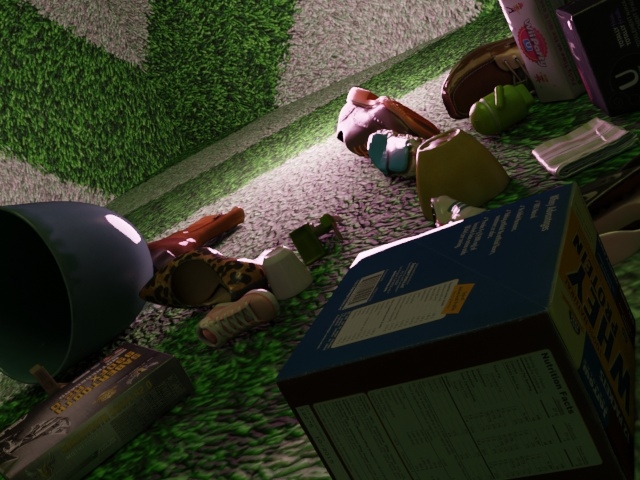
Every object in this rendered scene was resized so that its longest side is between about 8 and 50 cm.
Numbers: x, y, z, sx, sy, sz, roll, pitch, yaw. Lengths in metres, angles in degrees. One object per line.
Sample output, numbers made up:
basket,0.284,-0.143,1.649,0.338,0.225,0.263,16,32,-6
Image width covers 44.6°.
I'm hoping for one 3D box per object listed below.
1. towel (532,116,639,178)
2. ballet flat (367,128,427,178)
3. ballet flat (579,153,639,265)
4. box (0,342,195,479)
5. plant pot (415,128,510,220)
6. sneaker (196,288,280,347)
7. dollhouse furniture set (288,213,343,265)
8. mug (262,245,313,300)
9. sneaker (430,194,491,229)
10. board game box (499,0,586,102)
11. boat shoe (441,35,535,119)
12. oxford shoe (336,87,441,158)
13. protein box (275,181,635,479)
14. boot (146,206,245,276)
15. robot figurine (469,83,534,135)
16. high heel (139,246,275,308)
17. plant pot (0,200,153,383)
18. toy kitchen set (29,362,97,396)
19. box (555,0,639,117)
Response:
towel,0.353,-0.130,1.061,0.113,0.023,0.152,-25,16,9
ballet flat,0.153,-0.152,1.404,0.077,0.091,0.241,0,15,-14
ballet flat,0.315,-0.035,0.723,0.280,0.095,0.096,-35,23,16
box,-0.294,0.223,0.979,0.231,0.056,0.183,-37,17,-27
plant pot,0.190,-0.103,1.117,0.134,0.095,0.134,-26,16,8
sneaker,-0.116,0.110,1.049,0.134,0.051,0.070,-19,20,42
dollhouse furniture set,0.000,0.000,1.250,0.076,0.058,0.152,-32,-5,12
mug,-0.056,0.043,1.129,0.062,0.064,0.078,-36,17,-25
sneaker,0.180,-0.018,0.967,0.075,0.057,0.161,-9,17,7
board game box,0.482,-0.412,1.362,0.303,0.224,0.097,-33,17,-17
boat shoe,0.383,-0.339,1.498,0.324,0.122,0.120,-32,19,-12
oxford shoe,0.133,-0.221,1.617,0.133,0.130,0.364,-60,23,6
protein box,0.112,0.081,0.587,0.201,0.136,0.200,-19,18,29
boot,-0.335,0.006,1.668,0.264,0.096,0.280,-15,19,40
robot figurine,0.310,-0.225,1.351,0.115,0.067,0.101,-30,-12,-4
high heel,-0.194,0.072,1.195,0.261,0.093,0.186,-14,10,16
plant pot,-0.430,0.064,1.327,0.293,0.293,0.235,-17,3,35
toy kitchen set,-0.363,0.198,1.140,0.083,0.075,0.068,-40,20,-23
box,0.505,-0.316,1.124,0.270,0.165,0.143,-23,16,14
